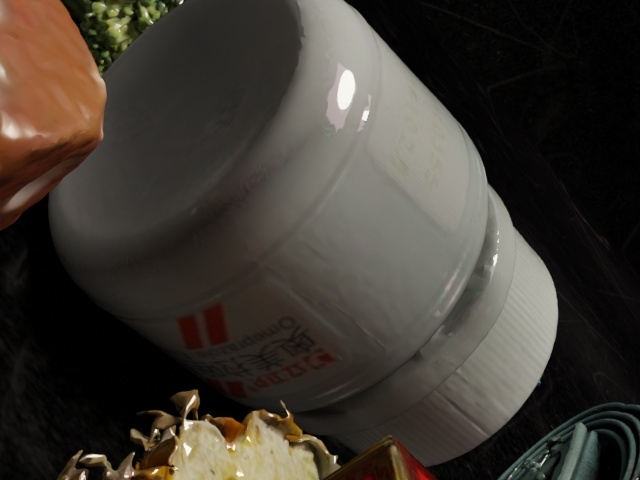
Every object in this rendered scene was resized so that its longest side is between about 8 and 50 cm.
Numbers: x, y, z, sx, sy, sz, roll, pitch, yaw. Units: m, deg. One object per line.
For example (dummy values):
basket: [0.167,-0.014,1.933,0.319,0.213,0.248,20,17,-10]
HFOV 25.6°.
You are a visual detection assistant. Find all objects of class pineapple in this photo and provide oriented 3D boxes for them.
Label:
pineapple: [-0.063,0.179,0.706,0.186,0.114,0.236,55,26,1]

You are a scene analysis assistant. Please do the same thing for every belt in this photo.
belt: [0.211,0.239,1.132,0.116,0.206,0.267,48,24,-10]

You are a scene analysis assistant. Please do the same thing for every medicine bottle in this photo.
medicine bottle: [0.000,0.000,0.946,0.306,0.245,0.245,41,21,-38]

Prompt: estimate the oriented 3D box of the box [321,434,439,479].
box: [-0.019,0.195,0.520,0.153,0.240,0.074,47,16,-25]

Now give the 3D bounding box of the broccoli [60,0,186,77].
broccoli: [-0.153,-0.226,1.102,0.176,0.226,0.198,40,-8,-10]

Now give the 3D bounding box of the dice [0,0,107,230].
dice: [-0.216,-0.062,0.604,0.174,0.175,0.179,55,20,1]

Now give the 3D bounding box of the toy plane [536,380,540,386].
toy plane: [0.123,0.080,1.397,0.254,0.105,0.271,38,14,-6]
